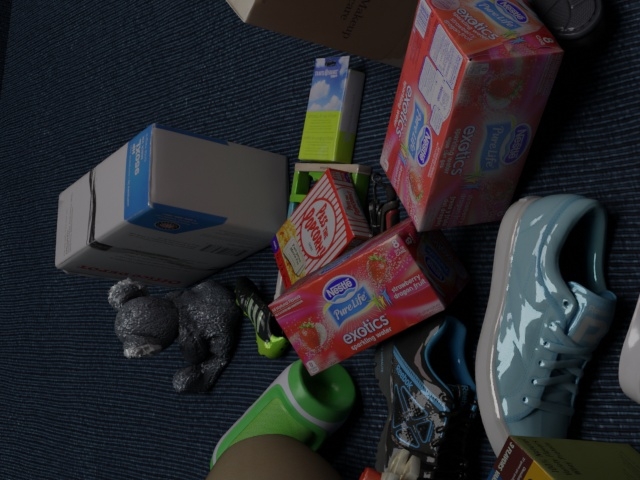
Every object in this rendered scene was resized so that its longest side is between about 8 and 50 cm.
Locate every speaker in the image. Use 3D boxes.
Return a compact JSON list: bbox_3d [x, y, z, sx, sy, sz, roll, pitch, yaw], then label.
[{"bbox_3d":[-0.065,0.310,1.921,0.296,0.131,0.131,-49,44,37],"label":"speaker"}]

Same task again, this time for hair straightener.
[{"bbox_3d":[0.088,0.002,1.777,0.089,0.047,0.230,32,135,55],"label":"hair straightener"}]

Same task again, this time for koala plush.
[{"bbox_3d":[-0.285,0.156,2.193,0.203,0.221,0.196,-49,44,36],"label":"koala plush"}]

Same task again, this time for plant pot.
[{"bbox_3d":[-0.075,0.407,1.780,0.284,0.284,0.191,-50,40,37],"label":"plant pot"}]

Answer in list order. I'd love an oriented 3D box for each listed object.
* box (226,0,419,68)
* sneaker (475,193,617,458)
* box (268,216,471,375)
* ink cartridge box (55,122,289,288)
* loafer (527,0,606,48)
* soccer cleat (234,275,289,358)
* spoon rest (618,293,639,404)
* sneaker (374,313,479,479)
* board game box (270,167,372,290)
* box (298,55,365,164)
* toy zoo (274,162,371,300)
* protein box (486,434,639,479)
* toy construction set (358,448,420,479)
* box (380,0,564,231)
[{"bbox_3d":[0.019,-0.383,1.812,0.148,0.311,0.121,-63,38,25],"label":"box"},{"bbox_3d":[0.288,0.114,1.453,0.150,0.135,0.365,-12,72,57],"label":"sneaker"},{"bbox_3d":[0.069,0.076,1.703,0.257,0.122,0.128,-30,94,32],"label":"box"},{"bbox_3d":[-0.282,-0.049,2.185,0.395,0.285,0.166,-26,60,50],"label":"ink cartridge box"},{"bbox_3d":[0.292,-0.330,1.624,0.109,0.095,0.302,-44,44,-2],"label":"loafer"},{"bbox_3d":[-0.099,0.127,2.085,0.072,0.060,0.179,-45,53,27],"label":"soccer cleat"},{"bbox_3d":[0.410,0.070,1.332,0.137,0.084,0.276,37,113,52],"label":"spoon rest"},{"bbox_3d":[0.153,0.263,1.616,0.140,0.125,0.340,-35,54,47],"label":"sneaker"},{"bbox_3d":[0.000,0.000,1.921,0.193,0.045,0.146,-51,44,35],"label":"board game box"},{"bbox_3d":[0.020,-0.221,2.007,0.109,0.042,0.178,8,88,55],"label":"box"},{"bbox_3d":[-0.003,0.016,1.990,0.192,0.030,0.293,6,87,56],"label":"toy zoo"},{"bbox_3d":[0.309,0.331,1.305,0.200,0.201,0.136,45,118,50],"label":"protein box"},{"bbox_3d":[0.162,0.391,1.440,0.151,0.328,0.215,-50,4,3],"label":"toy construction set"},{"bbox_3d":[0.194,-0.172,1.572,0.300,0.142,0.154,101,153,-44],"label":"box"}]
